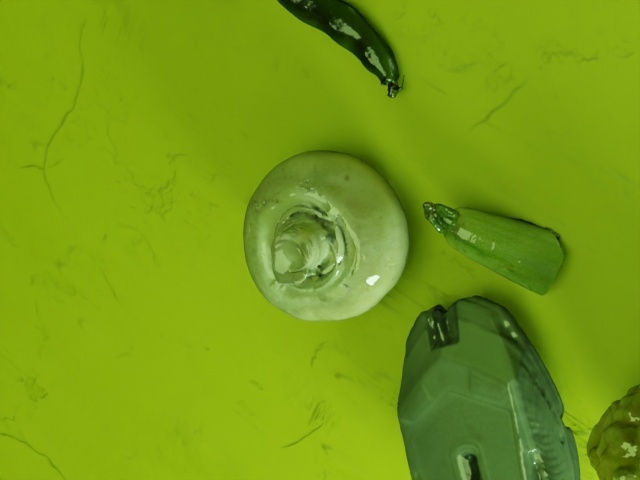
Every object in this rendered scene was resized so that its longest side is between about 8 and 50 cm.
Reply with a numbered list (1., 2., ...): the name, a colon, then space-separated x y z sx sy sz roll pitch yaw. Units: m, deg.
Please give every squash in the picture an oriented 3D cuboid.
1. squash: 0.225 -0.005 2.144 0.200 0.075 0.090 27 139 -1

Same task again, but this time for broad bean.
1. broad bean: 0.024 -0.297 2.202 0.254 0.046 0.065 41 121 15

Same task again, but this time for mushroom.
1. mushroom: 0.000 0.000 2.215 0.246 0.202 0.246 5 104 21

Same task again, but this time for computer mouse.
1. computer mouse: 0.240 0.289 2.184 0.228 0.145 0.429 -19 82 42

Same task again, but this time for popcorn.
1. popcorn: 0.455 0.291 2.012 0.249 0.249 0.225 37 150 18
